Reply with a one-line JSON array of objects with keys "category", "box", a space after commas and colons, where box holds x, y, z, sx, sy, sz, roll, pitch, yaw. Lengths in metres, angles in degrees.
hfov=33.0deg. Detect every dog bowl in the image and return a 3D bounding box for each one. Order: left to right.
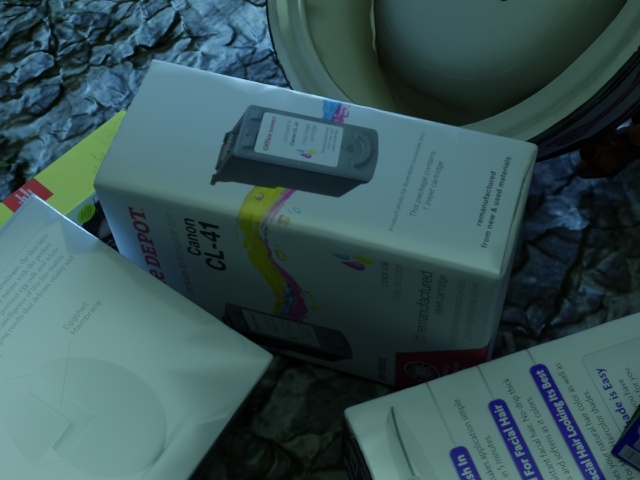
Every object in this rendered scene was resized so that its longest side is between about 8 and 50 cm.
[{"category": "dog bowl", "box": [0.153, -0.245, 0.935, 0.408, 0.150, 0.407, -8, 76, 35]}]

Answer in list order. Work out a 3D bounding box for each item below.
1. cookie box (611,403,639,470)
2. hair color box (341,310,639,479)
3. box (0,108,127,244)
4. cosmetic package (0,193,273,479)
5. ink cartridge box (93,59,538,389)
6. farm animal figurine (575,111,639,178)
[{"category": "cookie box", "box": [0.255, 0.102, 0.751, 0.040, 0.091, 0.107, 33, 62, 17]}, {"category": "hair color box", "box": [0.203, 0.175, 0.821, 0.339, 0.110, 0.185, -16, 59, -11]}, {"category": "box", "box": [-0.238, -0.014, 0.966, 0.058, 0.087, 0.232, 38, 66, 23]}, {"category": "cosmetic package", "box": [-0.196, 0.130, 0.812, 0.225, 0.138, 0.224, 35, 62, 3]}, {"category": "ink cartridge box", "box": [0.000, 0.000, 0.868, 0.306, 0.226, 0.131, 12, 59, 11]}, {"category": "farm animal figurine", "box": [0.284, -0.220, 1.035, 0.327, 0.172, 0.330, -45, 58, 21]}]
